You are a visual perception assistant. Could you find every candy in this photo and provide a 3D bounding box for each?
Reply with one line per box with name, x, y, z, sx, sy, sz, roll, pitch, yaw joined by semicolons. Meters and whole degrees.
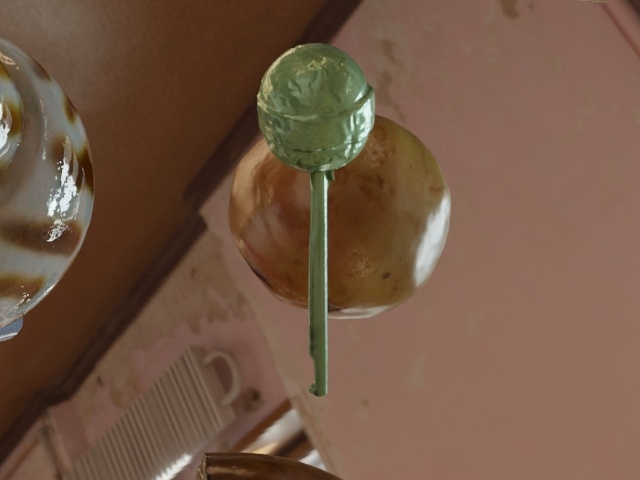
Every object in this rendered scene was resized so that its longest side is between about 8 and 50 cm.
candy;0.000;0.000;1.050;0.119;0.119;0.440;-18;125;-24

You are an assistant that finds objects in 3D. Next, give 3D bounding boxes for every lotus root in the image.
lotus root;-0.076;0.470;1.414;0.250;0.316;0.316;7;147;-16

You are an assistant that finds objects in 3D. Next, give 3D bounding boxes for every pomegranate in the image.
pomegranate;0.024;-0.053;1.453;0.342;0.342;0.342;-24;158;-10

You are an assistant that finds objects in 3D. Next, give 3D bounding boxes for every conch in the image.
conch;-0.231;-0.051;0.621;0.148;0.183;0.275;-16;151;10

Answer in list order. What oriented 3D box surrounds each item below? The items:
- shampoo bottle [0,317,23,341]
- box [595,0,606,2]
shampoo bottle;-0.410;0.081;1.047;0.061;0.104;0.258;-43;180;4
box;0.286;-0.361;1.332;0.198;0.109;0.029;2;117;-8
